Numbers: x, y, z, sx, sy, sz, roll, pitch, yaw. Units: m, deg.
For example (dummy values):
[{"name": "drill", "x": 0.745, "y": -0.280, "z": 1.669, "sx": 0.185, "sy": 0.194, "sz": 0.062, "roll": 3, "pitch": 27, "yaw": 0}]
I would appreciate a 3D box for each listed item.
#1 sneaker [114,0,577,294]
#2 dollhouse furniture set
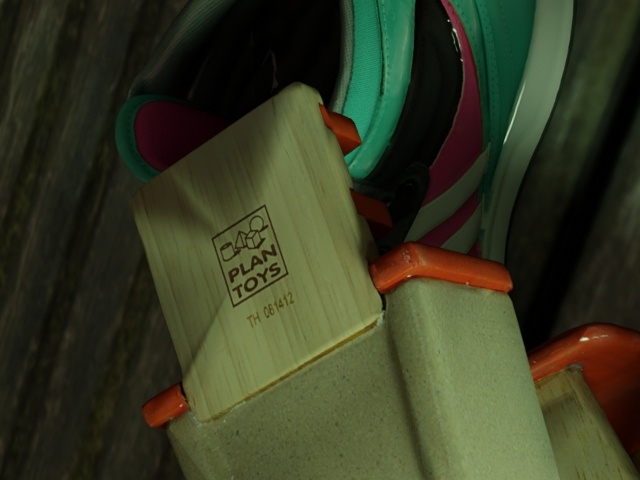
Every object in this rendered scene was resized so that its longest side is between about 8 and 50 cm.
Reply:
[{"name": "sneaker", "x": 0.000, "y": 0.000, "z": 0.736, "sx": 0.124, "sy": 0.178, "sz": 0.295, "roll": 15, "pitch": 98, "yaw": 47}, {"name": "dollhouse furniture set", "x": 0.067, "y": 0.049, "z": 0.595, "sx": 0.262, "sy": 0.259, "sz": 0.135, "roll": -32, "pitch": 63, "yaw": 27}]
